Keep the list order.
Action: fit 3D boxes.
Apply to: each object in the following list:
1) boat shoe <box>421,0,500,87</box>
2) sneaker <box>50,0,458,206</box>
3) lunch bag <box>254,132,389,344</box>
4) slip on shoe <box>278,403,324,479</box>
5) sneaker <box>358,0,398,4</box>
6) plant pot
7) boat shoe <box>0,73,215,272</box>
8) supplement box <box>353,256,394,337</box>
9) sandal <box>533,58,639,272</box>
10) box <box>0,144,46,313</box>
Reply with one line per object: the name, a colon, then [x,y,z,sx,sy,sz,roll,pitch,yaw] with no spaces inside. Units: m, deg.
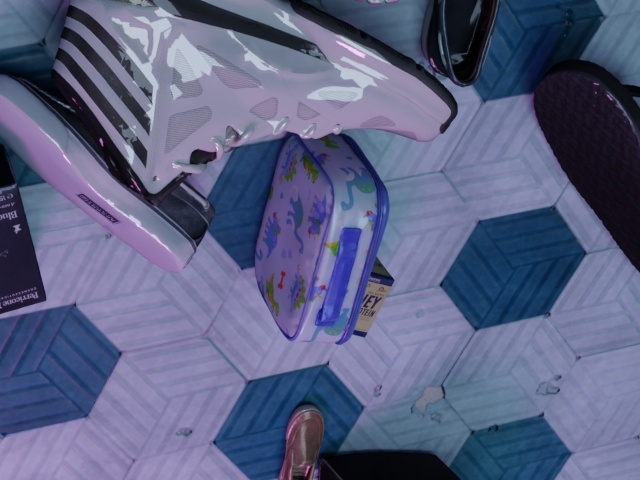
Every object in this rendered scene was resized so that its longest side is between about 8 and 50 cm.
boat shoe: [0.164,-0.293,1.837,0.095,0.079,0.254,0,120,-22]
sneaker: [-0.082,-0.140,1.751,0.448,0.169,0.257,23,98,-28]
lunch bag: [0.000,0.000,1.892,0.090,0.176,0.219,3,118,-23]
slip on shoe: [-0.023,0.274,2.136,0.051,0.041,0.135,5,118,-24]
sneaker: [0.016,-0.326,1.743,0.252,0.103,0.111,9,118,-27]
plant pot: [0.112,0.386,2.183,0.167,0.187,0.188,-14,125,-28]
boat shoe: [-0.233,-0.093,1.794,0.301,0.108,0.102,41,67,-23]
supplement box: [0.034,0.056,1.998,0.056,0.083,0.083,15,112,-30]
sandal: [0.388,-0.090,2.031,0.107,0.168,0.445,-54,136,-16]
box: [-0.391,0.002,1.787,0.156,0.093,0.158,-17,126,-12]
